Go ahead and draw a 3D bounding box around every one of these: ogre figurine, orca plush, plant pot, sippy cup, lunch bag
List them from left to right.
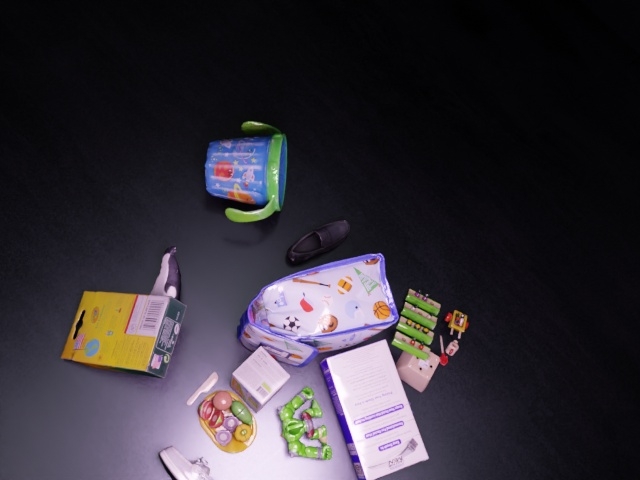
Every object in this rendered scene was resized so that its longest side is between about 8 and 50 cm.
[{"bbox_3d":[-0.435,0.167,1.850,0.151,0.102,0.288,-19,58,31],"label":"orca plush"},{"bbox_3d":[-0.221,-0.210,1.946,0.223,0.305,0.240,5,113,2],"label":"sippy cup"},{"bbox_3d":[-0.048,0.504,1.774,0.118,0.097,0.197,-7,83,-25],"label":"ogre figurine"},{"bbox_3d":[-0.026,0.204,1.765,0.385,0.328,0.239,-9,74,-15],"label":"lunch bag"},{"bbox_3d":[0.286,0.359,1.885,0.109,0.096,0.109,33,67,3],"label":"plant pot"}]

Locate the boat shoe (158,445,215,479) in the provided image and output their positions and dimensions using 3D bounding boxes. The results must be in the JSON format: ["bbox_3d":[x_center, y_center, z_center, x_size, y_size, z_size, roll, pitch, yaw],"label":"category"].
[{"bbox_3d":[-0.280,0.634,1.678,0.320,0.118,0.103,41,63,2],"label":"boat shoe"}]

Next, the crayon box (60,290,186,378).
[{"bbox_3d":[-0.524,0.242,1.733,0.318,0.081,0.202,2,66,29],"label":"crayon box"}]

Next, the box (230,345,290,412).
[{"bbox_3d":[-0.165,0.375,1.740,0.114,0.203,0.103,44,68,9],"label":"box"}]

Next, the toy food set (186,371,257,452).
[{"bbox_3d":[-0.261,0.470,1.759,0.128,0.071,0.218,-39,81,-20],"label":"toy food set"}]

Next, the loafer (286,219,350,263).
[{"bbox_3d":[0.000,0.000,1.974,0.223,0.078,0.076,-29,78,-18],"label":"loafer"}]

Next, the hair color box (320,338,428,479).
[{"bbox_3d":[0.143,0.464,1.794,0.185,0.110,0.339,-15,74,-16],"label":"hair color box"}]

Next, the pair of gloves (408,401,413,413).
[{"bbox_3d":[0.166,0.458,1.867,0.159,0.023,0.198,-23,77,-17],"label":"pair of gloves"}]

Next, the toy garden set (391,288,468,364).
[{"bbox_3d":[0.330,0.251,1.895,0.203,0.049,0.244,27,38,0],"label":"toy garden set"}]
